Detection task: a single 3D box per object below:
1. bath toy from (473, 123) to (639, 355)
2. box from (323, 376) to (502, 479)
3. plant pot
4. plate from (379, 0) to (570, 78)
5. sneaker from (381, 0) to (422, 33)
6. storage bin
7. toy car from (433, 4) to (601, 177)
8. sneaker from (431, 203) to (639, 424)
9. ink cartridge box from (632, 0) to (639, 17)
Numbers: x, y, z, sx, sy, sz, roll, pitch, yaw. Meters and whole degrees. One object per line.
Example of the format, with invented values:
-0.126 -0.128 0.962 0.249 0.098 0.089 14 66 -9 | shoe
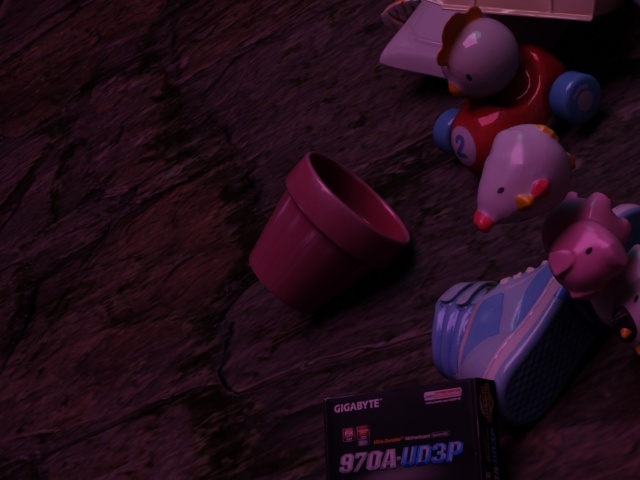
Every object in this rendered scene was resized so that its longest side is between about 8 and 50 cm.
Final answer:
0.295 0.024 1.483 0.129 0.348 0.151 -51 20 -16 | bath toy
0.106 0.260 1.585 0.220 0.051 0.175 -12 73 36 | box
0.000 0.000 1.978 0.180 0.201 0.201 -48 29 16 | plant pot
0.268 -0.371 2.211 0.277 0.045 0.278 18 61 34 | plate
0.210 -0.419 2.376 0.215 0.084 0.083 -14 39 18 | sneaker
0.313 -0.403 2.014 0.260 0.123 0.262 9 16 21 | storage bin
0.231 -0.226 1.940 0.210 0.238 0.219 -54 34 -5 | toy car
0.257 0.063 1.683 0.319 0.127 0.208 -48 34 -15 | sneaker
0.585 -0.327 1.896 0.186 0.065 0.311 -36 34 5 | ink cartridge box
